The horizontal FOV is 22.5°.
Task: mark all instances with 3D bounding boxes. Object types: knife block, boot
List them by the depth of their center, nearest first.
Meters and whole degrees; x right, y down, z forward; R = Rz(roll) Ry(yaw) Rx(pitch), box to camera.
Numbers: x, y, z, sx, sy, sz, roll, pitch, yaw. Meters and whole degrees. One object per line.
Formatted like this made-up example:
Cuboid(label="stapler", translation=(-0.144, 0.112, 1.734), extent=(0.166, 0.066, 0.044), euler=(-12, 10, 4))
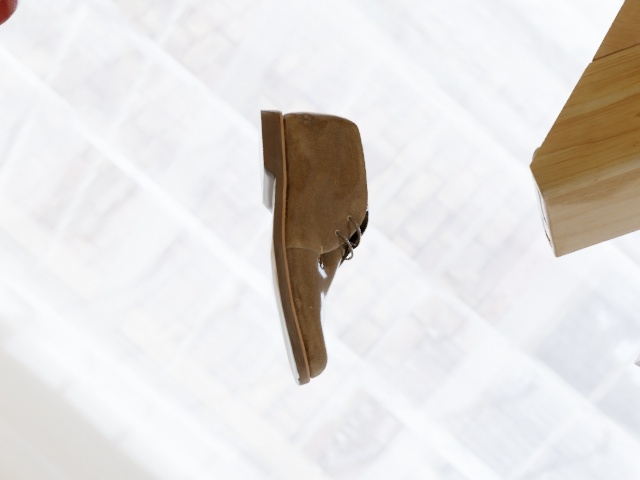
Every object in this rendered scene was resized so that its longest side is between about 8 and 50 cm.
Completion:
Cuboid(label="knife block", translation=(0.306, -0.086, 1.106), extent=(0.275, 0.242, 0.088), euler=(-58, 151, -21))
Cuboid(label="boot", translation=(0.000, 0.000, 1.658), extent=(0.112, 0.115, 0.305), euler=(103, -16, -66))

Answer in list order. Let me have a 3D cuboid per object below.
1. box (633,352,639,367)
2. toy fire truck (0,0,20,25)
Cuboid(label="box", translation=(0.257, 0.087, 0.862), extent=(0.059, 0.169, 0.054), euler=(-56, 176, -7))
Cuboid(label="toy fire truck", translation=(-0.355, -0.217, 1.460), extent=(0.217, 0.246, 0.158), euler=(-38, 149, -24))
